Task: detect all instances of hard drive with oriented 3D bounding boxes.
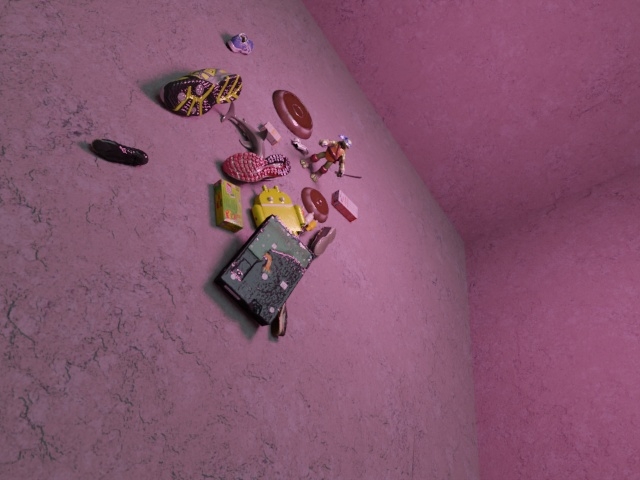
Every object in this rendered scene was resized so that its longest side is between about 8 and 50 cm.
[{"bbox_3d":[-0.183,0.096,1.485,0.237,0.064,0.339,47,51,-17],"label":"hard drive"}]

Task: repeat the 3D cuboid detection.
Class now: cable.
[{"bbox_3d":[-0.094,-0.044,1.827,0.139,0.072,0.287,43,34,-19],"label":"cable"}]

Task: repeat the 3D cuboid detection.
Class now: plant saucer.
[{"bbox_3d":[-0.017,-0.183,2.098,0.198,0.036,0.198,38,36,-36],"label":"plant saucer"},{"bbox_3d":[-0.138,-0.701,2.331,0.310,0.050,0.310,38,37,-36],"label":"plant saucer"}]

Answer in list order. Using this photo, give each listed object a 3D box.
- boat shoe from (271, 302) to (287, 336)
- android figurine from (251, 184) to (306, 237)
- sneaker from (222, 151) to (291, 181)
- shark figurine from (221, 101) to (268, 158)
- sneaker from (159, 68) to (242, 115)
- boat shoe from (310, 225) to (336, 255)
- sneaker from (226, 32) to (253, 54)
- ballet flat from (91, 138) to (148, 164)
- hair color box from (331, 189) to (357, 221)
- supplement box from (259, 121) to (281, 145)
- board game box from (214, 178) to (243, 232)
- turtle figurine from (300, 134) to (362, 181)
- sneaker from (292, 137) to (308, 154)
[{"bbox_3d":[-0.143,0.269,1.516,0.049,0.056,0.152,39,46,-42],"label":"boat shoe"},{"bbox_3d":[-0.172,-0.105,1.740,0.248,0.056,0.272,-2,67,-43],"label":"android figurine"},{"bbox_3d":[-0.264,-0.286,1.737,0.299,0.112,0.120,-6,86,-42],"label":"sneaker"},{"bbox_3d":[-0.292,-0.473,1.842,0.278,0.116,0.166,57,29,-12],"label":"shark figurine"},{"bbox_3d":[-0.479,-0.588,1.660,0.147,0.145,0.385,28,34,19],"label":"sneaker"},{"bbox_3d":[0.000,0.000,1.943,0.228,0.069,0.081,-45,144,-55],"label":"boat shoe"},{"bbox_3d":[-0.388,-1.000,2.158,0.080,0.081,0.211,54,29,-10],"label":"sneaker"},{"bbox_3d":[-0.600,-0.262,1.271,0.049,0.057,0.173,31,10,35],"label":"ballet flat"},{"bbox_3d":[0.133,-0.188,2.314,0.167,0.053,0.093,42,36,-32],"label":"hair color box"},{"bbox_3d":[-0.237,-0.511,2.028,0.098,0.036,0.062,50,32,-20],"label":"supplement box"},{"bbox_3d":[-0.336,-0.127,1.552,0.092,0.043,0.181,23,47,-47],"label":"board game box"},{"bbox_3d":[0.034,-0.398,2.120,0.198,0.266,0.274,29,43,-43],"label":"turtle figurine"},{"bbox_3d":[-0.106,-0.483,2.215,0.109,0.040,0.043,41,52,-25],"label":"sneaker"}]
